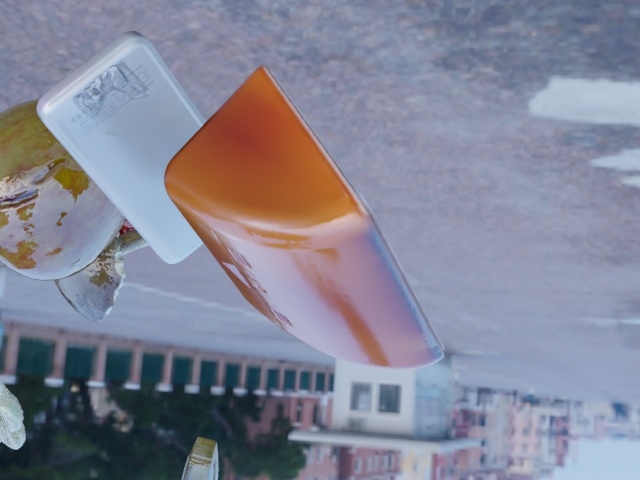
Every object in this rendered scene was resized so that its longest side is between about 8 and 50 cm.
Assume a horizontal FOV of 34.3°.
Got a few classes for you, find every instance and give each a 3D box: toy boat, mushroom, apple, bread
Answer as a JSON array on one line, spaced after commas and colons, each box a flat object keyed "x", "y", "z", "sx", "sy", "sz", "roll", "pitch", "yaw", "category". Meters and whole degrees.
[{"x": -0.222, "y": 0.439, "z": 1.900, "sx": 0.068, "sy": 0.226, "sz": 0.088, "roll": 15, "pitch": -144, "yaw": 3, "category": "toy boat"}, {"x": -0.339, "y": -0.013, "z": 1.814, "sx": 0.233, "sy": 0.301, "sz": 0.208, "roll": 43, "pitch": 163, "yaw": 36, "category": "mushroom"}, {"x": -0.395, "y": -0.084, "z": 1.526, "sx": 0.264, "sy": 0.264, "sz": 0.264, "roll": 4, "pitch": 172, "yaw": 1, "category": "apple"}, {"x": -0.496, "y": 0.224, "z": 1.514, "sx": 0.182, "sy": 0.039, "sz": 0.251, "roll": 35, "pitch": 147, "yaw": 12, "category": "bread"}]

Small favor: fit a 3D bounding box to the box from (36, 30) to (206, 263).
[{"x": -0.188, "y": -0.096, "z": 1.176, "sx": 0.044, "sy": 0.142, "sz": 0.285, "roll": 43, "pitch": 171, "yaw": 44, "category": "box"}]

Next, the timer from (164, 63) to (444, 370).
[{"x": 0.000, "y": 0.000, "z": 1.015, "sx": 0.250, "sy": 0.161, "sz": 0.257, "roll": 37, "pitch": 165, "yaw": 41, "category": "timer"}]

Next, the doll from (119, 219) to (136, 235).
[{"x": -0.444, "y": -0.036, "z": 2.058, "sx": 0.290, "sy": 0.161, "sz": 0.130, "roll": 7, "pitch": -170, "yaw": 44, "category": "doll"}]
